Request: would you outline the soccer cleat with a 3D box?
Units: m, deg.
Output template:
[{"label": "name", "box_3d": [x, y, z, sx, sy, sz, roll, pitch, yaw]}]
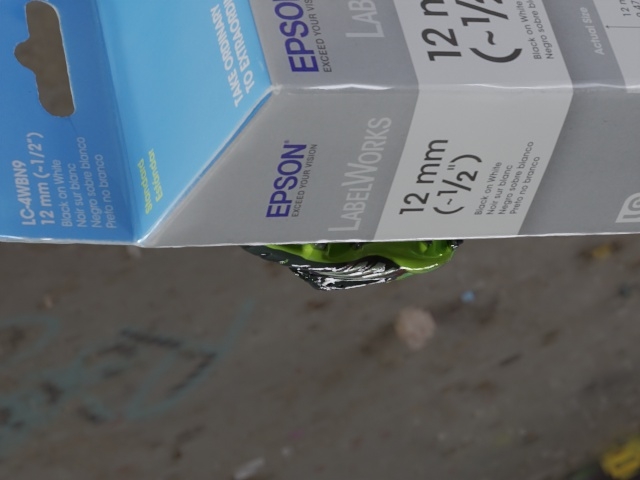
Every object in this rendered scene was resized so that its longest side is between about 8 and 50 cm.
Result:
[{"label": "soccer cleat", "box_3d": [0.000, 0.000, 1.002, 0.179, 0.060, 0.072, 8, 148, -45]}]

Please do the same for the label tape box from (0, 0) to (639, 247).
[{"label": "label tape box", "box_3d": [0.002, -0.125, 0.933, 0.347, 0.249, 0.115, 0, 139, -18]}]
